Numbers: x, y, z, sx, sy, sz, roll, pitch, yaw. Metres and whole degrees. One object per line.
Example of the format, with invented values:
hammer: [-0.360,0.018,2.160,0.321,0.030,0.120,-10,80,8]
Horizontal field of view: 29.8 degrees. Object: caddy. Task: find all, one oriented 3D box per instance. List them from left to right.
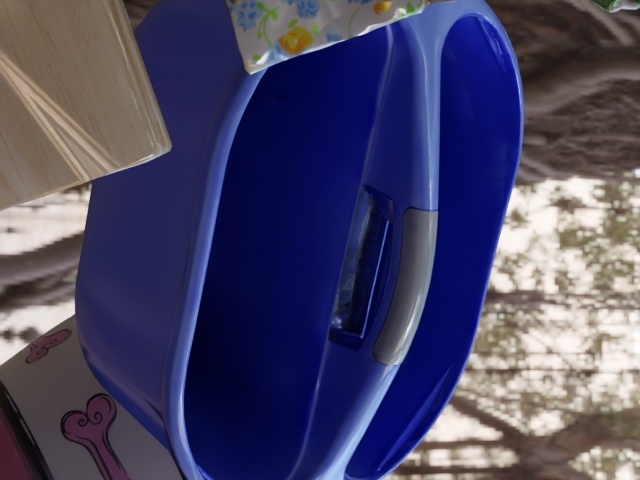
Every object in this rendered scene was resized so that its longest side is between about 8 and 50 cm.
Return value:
caddy: [0.000,0.000,0.720,0.179,0.241,0.341,28,-68,45]

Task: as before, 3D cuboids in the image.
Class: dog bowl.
dog bowl: [-0.198,0.274,1.056,0.408,0.150,0.408,49,-29,40]

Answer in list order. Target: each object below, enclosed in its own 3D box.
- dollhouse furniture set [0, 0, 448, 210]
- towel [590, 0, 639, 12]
dollhouse furniture set: [-0.159,-0.187,0.317,0.256,0.362,0.394,-136,-153,-76]
towel: [0.235,-0.233,0.598,0.038,0.325,0.248,56,5,-23]
